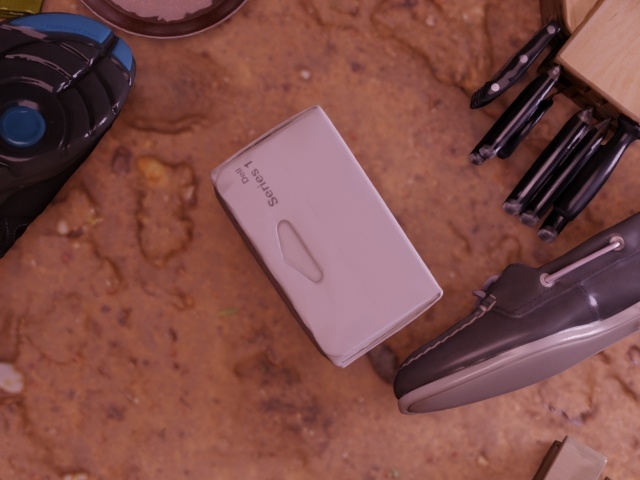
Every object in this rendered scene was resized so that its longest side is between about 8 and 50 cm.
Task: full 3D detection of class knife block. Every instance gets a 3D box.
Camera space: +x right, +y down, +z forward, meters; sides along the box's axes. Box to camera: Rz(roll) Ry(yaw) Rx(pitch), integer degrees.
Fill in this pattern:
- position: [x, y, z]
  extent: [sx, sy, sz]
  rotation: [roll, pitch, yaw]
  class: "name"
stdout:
- position: [0.247, -0.128, 1.330]
  extent: [0.276, 0.088, 0.242]
  rotation: [-7, 89, -4]
  class: "knife block"

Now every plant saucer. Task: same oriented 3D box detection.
- position: [-0.121, -0.237, 1.341]
  extent: [0.168, 0.029, 0.168]
  rotation: [0, 88, -3]
  class: "plant saucer"

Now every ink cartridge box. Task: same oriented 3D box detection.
- position: [0.000, 0.000, 1.245]
  extent: [0.092, 0.219, 0.160]
  rotation: [-34, 91, -3]
  class: "ink cartridge box"

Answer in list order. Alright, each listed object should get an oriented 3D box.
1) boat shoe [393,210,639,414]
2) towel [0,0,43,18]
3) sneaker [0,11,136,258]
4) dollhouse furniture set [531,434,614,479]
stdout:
- position: [0.198, 0.035, 1.320]
  extent: [0.335, 0.112, 0.095]
  rotation: [-21, 72, -9]
  class: "boat shoe"
- position: [-0.326, -0.233, 1.333]
  extent: [0.237, 0.021, 0.102]
  rotation: [8, 89, -3]
  class: "towel"
- position: [-0.272, -0.036, 1.288]
  extent: [0.125, 0.139, 0.341]
  rotation: [40, 67, 8]
  class: "sneaker"
- position: [0.227, 0.261, 1.309]
  extent: [0.182, 0.101, 0.161]
  rotation: [30, 87, -2]
  class: "dollhouse furniture set"
